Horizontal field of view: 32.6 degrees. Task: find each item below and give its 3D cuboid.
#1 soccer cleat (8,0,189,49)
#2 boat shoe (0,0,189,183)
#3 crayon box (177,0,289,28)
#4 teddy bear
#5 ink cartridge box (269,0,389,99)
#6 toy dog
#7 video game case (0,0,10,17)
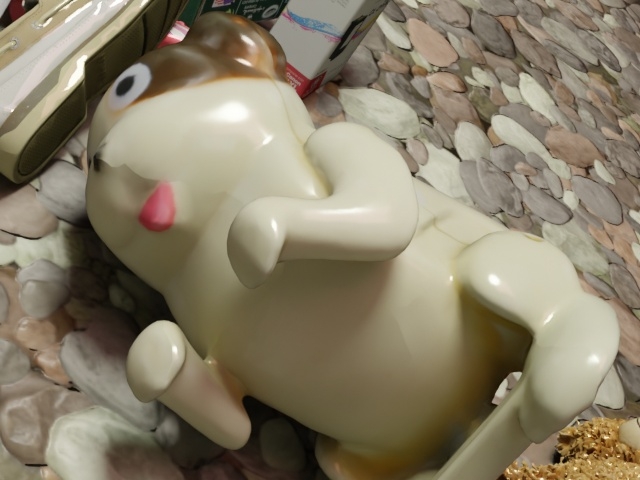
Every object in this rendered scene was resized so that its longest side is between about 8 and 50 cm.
[{"bbox_3d":[-0.185,-0.212,1.086,0.248,0.083,0.095,18,55,-19],"label":"soccer cleat"},{"bbox_3d":[-0.212,-0.188,0.957,0.103,0.113,0.302,34,57,4],"label":"boat shoe"},{"bbox_3d":[-0.177,-0.359,1.228,0.318,0.081,0.202,41,36,18],"label":"crayon box"},{"bbox_3d":[0.247,0.240,0.913,0.245,0.113,0.338,18,25,42],"label":"teddy bear"},{"bbox_3d":[0.013,-0.252,1.221,0.072,0.175,0.127,42,37,4],"label":"ink cartridge box"},{"bbox_3d":[0.000,0.000,0.862,0.408,0.284,0.395,36,36,0],"label":"toy dog"},{"bbox_3d":[-0.354,-0.239,0.948,0.193,0.023,0.212,4,41,2],"label":"video game case"}]
